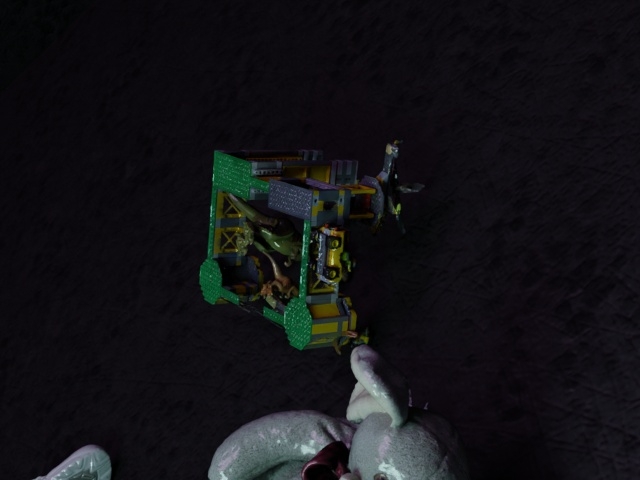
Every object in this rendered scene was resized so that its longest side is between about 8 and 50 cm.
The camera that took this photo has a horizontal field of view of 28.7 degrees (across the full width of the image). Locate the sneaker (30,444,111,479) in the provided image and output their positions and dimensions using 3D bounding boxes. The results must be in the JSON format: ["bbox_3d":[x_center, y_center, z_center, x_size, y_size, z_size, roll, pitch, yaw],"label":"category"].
[{"bbox_3d":[-0.390,0.366,1.807,0.232,0.090,0.115,-48,32,13],"label":"sneaker"}]

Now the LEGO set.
[{"bbox_3d":[0.000,0.000,1.580,0.331,0.192,0.255,8,99,57],"label":"LEGO set"}]

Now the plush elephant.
[{"bbox_3d":[0.042,0.251,1.194,0.330,0.272,0.255,-46,1,-25],"label":"plush elephant"}]
